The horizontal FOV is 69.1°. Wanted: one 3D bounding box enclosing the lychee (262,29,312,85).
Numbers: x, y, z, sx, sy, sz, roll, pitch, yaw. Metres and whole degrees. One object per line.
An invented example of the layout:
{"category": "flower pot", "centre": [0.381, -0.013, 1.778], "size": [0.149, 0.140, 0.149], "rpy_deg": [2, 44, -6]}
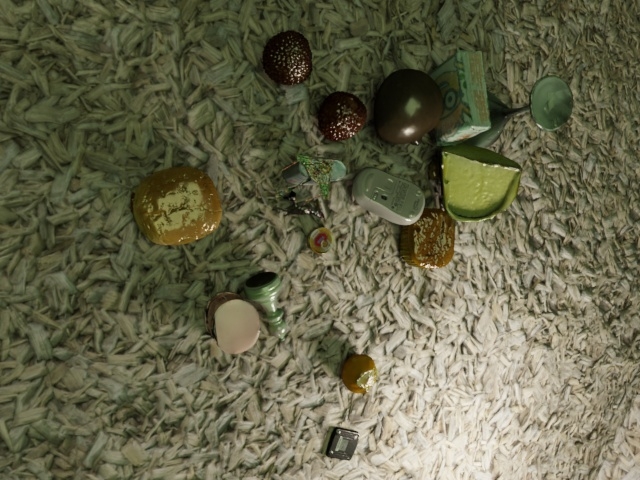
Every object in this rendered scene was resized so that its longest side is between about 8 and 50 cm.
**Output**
{"category": "lychee", "centre": [-0.118, -0.641, 1.636], "size": [0.188, 0.188, 0.187], "rpy_deg": [-2, 95, -20]}

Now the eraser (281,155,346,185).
{"category": "eraser", "centre": [-0.027, -0.245, 1.669], "size": [0.174, 0.227, 0.081], "rpy_deg": [0, 91, -19]}

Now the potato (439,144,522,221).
{"category": "potato", "centre": [0.644, -0.233, 1.949], "size": [0.331, 0.213, 0.279], "rpy_deg": [15, 116, 15]}

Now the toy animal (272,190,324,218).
{"category": "toy animal", "centre": [-0.073, -0.125, 1.758], "size": [0.203, 0.070, 0.105], "rpy_deg": [17, 101, -23]}

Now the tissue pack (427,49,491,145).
{"category": "tissue pack", "centre": [0.538, -0.551, 1.828], "size": [0.128, 0.228, 0.310], "rpy_deg": [-5, 85, -20]}

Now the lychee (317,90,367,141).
{"category": "lychee", "centre": [0.077, -0.453, 1.723], "size": [0.188, 0.188, 0.188], "rpy_deg": [-2, 95, -20]}

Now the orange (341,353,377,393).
{"category": "orange", "centre": [0.158, 0.534, 1.852], "size": [0.157, 0.134, 0.156], "rpy_deg": [-1, 100, -8]}

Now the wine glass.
{"category": "wine glass", "centre": [0.762, -0.509, 1.853], "size": [0.267, 0.406, 0.267], "rpy_deg": [-3, 98, -20]}

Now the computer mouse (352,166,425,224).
{"category": "computer mouse", "centre": [0.259, -0.169, 1.828], "size": [0.297, 0.121, 0.184], "rpy_deg": [20, 71, -13]}

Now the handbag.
{"category": "handbag", "centre": [-0.317, 0.290, 1.661], "size": [0.179, 0.116, 0.204], "rpy_deg": [-7, 97, -20]}

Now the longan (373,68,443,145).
{"category": "longan", "centre": [0.337, -0.501, 1.779], "size": [0.300, 0.243, 0.300], "rpy_deg": [-7, 111, -18]}

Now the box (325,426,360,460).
{"category": "box", "centre": [0.095, 0.835, 1.905], "size": [0.125, 0.027, 0.126], "rpy_deg": [20, 87, -21]}

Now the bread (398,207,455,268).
{"category": "bread", "centre": [0.443, -0.009, 1.912], "size": [0.228, 0.142, 0.253], "rpy_deg": [6, 94, -13]}

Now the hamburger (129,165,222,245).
{"category": "hamburger", "centre": [-0.480, -0.114, 1.557], "size": [0.283, 0.144, 0.259], "rpy_deg": [-24, 105, -12]}

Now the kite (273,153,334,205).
{"category": "kite", "centre": [-0.047, -0.196, 1.539], "size": [0.244, 0.006, 0.198], "rpy_deg": [-35, 103, -14]}

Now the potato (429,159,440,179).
{"category": "potato", "centre": [0.482, -0.296, 1.955], "size": [0.051, 0.040, 0.083], "rpy_deg": [9, 90, -9]}

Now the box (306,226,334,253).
{"category": "box", "centre": [0.000, 0.000, 1.799], "size": [0.106, 0.037, 0.105], "rpy_deg": [-2, 95, -21]}

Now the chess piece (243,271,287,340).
{"category": "chess piece", "centre": [-0.180, 0.259, 1.719], "size": [0.139, 0.139, 0.271], "rpy_deg": [-25, 114, -17]}
